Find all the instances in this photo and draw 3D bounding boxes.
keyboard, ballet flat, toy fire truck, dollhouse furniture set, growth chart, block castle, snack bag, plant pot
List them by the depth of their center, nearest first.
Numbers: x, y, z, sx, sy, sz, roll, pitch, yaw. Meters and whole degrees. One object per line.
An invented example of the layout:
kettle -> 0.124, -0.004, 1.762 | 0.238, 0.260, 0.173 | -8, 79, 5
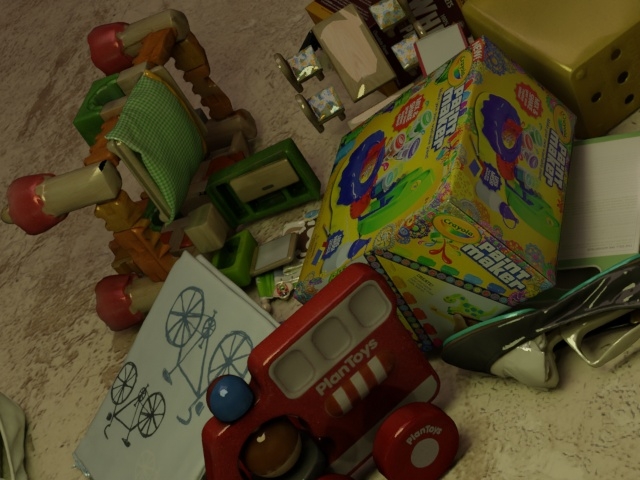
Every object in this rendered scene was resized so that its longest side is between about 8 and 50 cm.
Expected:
toy fire truck -> -0.009, 0.195, 1.454 | 0.302, 0.254, 0.169 | -39, 35, -7
ballet flat -> 0.270, 0.108, 1.468 | 0.280, 0.095, 0.096 | -27, 61, 19
snack bag -> -0.185, 0.209, 1.659 | 0.343, 0.037, 0.323 | -61, 33, 3
plant pot -> 0.352, -0.264, 1.759 | 0.212, 0.212, 0.187 | -36, 47, -3
ballet flat -> -0.462, 0.332, 1.762 | 0.139, 0.139, 0.400 | -32, 36, 4
dollhouse furniture set -> -0.143, -0.108, 1.837 | 0.151, 0.301, 0.198 | -20, 33, 22
growth chart -> 0.000, 0.000, 1.876 | 0.237, 0.021, 0.172 | -31, 35, 3
dollhouse furniture set -> 0.066, -0.239, 1.883 | 0.212, 0.161, 0.242 | -30, 72, 6
block castle -> -0.287, -0.112, 1.992 | 0.212, 0.303, 0.453 | -16, 38, 27
keyboard -> 0.031, -0.375, 2.248 | 0.180, 0.023, 0.108 | -41, -5, -26

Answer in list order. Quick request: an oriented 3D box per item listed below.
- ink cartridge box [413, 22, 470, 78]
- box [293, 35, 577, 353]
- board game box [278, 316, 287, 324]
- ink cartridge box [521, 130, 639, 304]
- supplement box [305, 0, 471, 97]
ink cartridge box -> 0.201, -0.192, 1.782 | 0.072, 0.175, 0.127 | -23, 55, 12
box -> 0.146, -0.043, 1.600 | 0.279, 0.177, 0.290 | -33, 29, 41
board game box -> -0.068, 0.161, 1.731 | 0.133, 0.033, 0.169 | -34, 35, 0
ink cartridge box -> 0.329, -0.018, 1.607 | 0.171, 0.056, 0.235 | -7, 58, 34
supplement box -> 0.117, -0.364, 2.109 | 0.194, 0.129, 0.191 | -39, 35, -6
